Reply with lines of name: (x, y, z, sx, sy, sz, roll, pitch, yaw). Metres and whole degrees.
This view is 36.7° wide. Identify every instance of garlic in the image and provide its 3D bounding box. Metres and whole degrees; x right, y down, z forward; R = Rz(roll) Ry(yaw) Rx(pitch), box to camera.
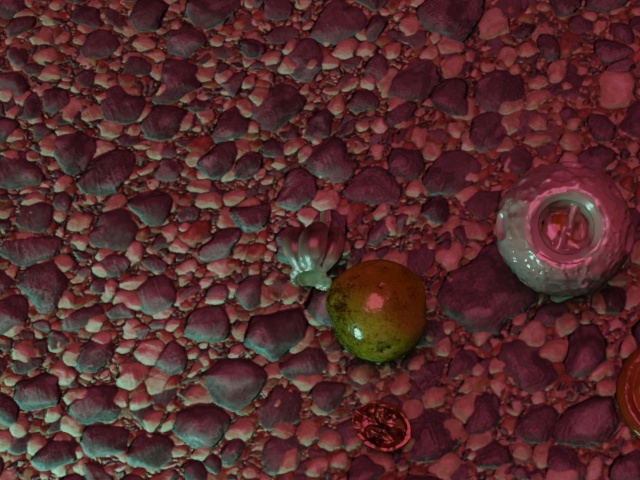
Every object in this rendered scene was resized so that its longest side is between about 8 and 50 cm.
garlic: (0.000, 0.000, 1.991, 0.131, 0.127, 0.194, 5, 46, 19)

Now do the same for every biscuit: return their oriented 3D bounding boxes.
biscuit: (0.622, 0.256, 1.759, 0.144, 0.033, 0.224, 35, 75, 25)

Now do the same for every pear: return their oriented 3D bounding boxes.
pear: (0.103, 0.134, 1.846, 0.197, 0.197, 0.197, -5, 63, 10)

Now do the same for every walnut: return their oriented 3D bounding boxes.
walnut: (0.118, 0.354, 1.815, 0.121, 0.052, 0.091, 23, 73, 24)

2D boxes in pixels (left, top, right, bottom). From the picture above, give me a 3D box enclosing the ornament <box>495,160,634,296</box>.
ornament: (0.457, -0.022, 1.821, 0.259, 0.225, 0.259, 0, 88, 11)
